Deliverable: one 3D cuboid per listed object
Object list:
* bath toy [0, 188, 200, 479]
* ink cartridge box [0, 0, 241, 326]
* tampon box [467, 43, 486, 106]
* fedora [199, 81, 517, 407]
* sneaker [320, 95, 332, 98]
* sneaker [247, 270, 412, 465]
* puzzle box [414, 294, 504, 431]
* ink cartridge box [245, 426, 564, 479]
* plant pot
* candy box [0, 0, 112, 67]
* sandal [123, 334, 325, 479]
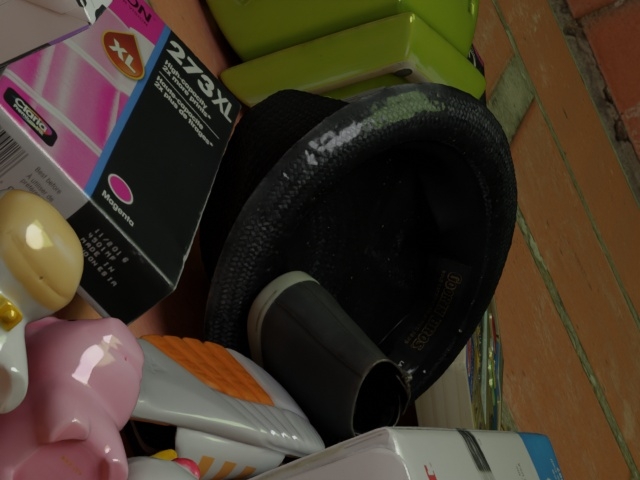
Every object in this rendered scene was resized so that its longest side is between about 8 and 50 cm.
[{"bbox_3d":[-0.164,0.084,1.082,0.129,0.151,0.348,40,-13,52],"label":"bath toy"},{"bbox_3d":[-0.149,-0.100,1.377,0.176,0.069,0.371,47,22,-17],"label":"ink cartridge box"},{"bbox_3d":[0.074,-0.170,1.977,0.120,0.161,0.101,56,21,-33],"label":"tampon box"},{"bbox_3d":[0.000,0.000,1.502,0.152,0.334,0.334,40,-2,38],"label":"fedora"},{"bbox_3d":[0.011,0.021,1.702,0.123,0.109,0.295,21,56,-77],"label":"sneaker"},{"bbox_3d":[0.014,0.132,1.404,0.118,0.083,0.222,41,-21,37],"label":"sneaker"},{"bbox_3d":[0.137,0.117,1.869,0.409,0.052,0.272,-80,162,-59],"label":"puzzle box"},{"bbox_3d":[0.089,0.294,1.400,0.395,0.166,0.285,17,52,-67],"label":"ink cartridge box"},{"bbox_3d":[0.024,-0.214,1.804,0.227,0.228,0.207,31,48,-62],"label":"plant pot"},{"bbox_3d":[-0.198,-0.160,1.188,0.070,0.165,0.196,62,19,-18],"label":"candy box"},{"bbox_3d":[-0.114,0.113,1.276,0.265,0.076,0.102,17,25,-42],"label":"sandal"}]
